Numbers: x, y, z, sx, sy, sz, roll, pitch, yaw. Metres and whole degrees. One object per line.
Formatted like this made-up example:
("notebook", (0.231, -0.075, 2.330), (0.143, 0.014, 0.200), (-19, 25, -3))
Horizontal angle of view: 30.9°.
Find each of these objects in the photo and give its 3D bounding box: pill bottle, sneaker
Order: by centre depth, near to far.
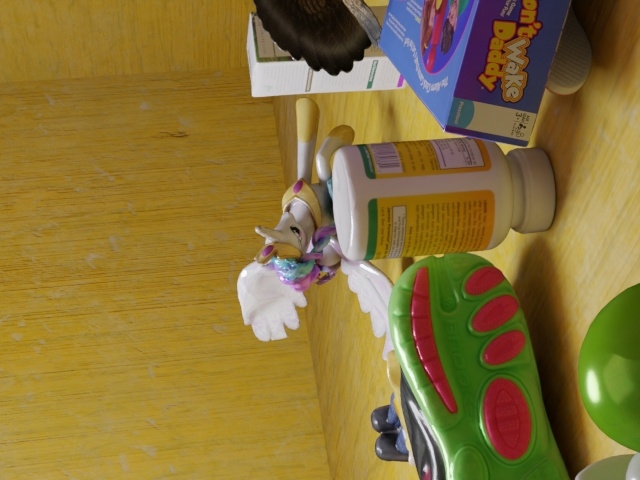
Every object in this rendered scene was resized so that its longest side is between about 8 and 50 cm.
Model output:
("sneaker", (0.209, -0.166, 1.051), (0.070, 0.051, 0.134), (98, 171, -51))
("pill bottle", (0.123, -0.044, 1.165), (0.117, 0.209, 0.117), (175, 90, -82))
("sneaker", (0.181, 0.254, 1.222), (0.202, 0.185, 0.482), (47, -142, -73))

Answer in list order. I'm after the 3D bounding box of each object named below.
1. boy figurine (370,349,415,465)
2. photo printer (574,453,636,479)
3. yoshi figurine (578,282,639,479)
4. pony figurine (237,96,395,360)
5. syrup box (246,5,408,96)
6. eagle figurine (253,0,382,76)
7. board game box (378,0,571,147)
("boy figurine", (0.133, 0.245, 1.723), (0.285, 0.092, 0.177), (93, 172, -61))
("photo printer", (0.247, 0.343, 0.804), (0.256, 0.107, 0.307), (-107, 8, -56))
("yoshi figurine", (0.230, 0.149, 0.628), (0.362, 0.204, 0.203), (-104, 19, -59))
("pony figurine", (0.000, 0.000, 1.876), (0.351, 0.303, 0.363), (67, -149, -41))
("syrup box", (0.015, -0.278, 1.700), (0.096, 0.237, 0.093), (104, 160, -64))
("eagle figurine", (-0.006, -0.378, 1.478), (0.225, 0.226, 0.298), (37, 132, 52))
("board game box", (0.145, -0.252, 1.095), (0.347, 0.078, 0.233), (-107, 29, -67))
